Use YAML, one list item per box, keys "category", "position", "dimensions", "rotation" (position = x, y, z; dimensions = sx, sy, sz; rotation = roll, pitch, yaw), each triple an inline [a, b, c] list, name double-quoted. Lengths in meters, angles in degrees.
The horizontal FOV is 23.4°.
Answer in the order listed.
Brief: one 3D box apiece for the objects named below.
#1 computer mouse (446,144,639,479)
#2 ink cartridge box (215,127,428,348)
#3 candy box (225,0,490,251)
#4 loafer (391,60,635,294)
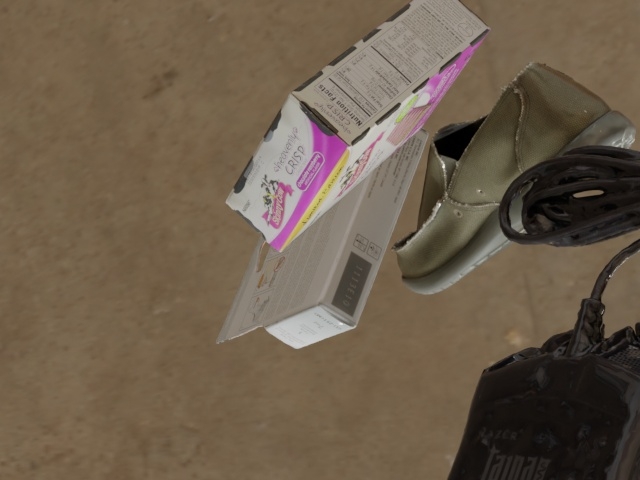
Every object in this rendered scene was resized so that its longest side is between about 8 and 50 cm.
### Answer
- category: "computer mouse"
  position: [0.120, 0.079, 0.526]
  dimensions: [0.060, 0.184, 0.262]
  rotation: [37, 59, -34]
- category: "ink cartridge box"
  position: [0.000, 0.000, 1.830]
  dimensions: [0.060, 0.239, 0.275]
  rotation: [32, 61, -20]
- category: "candy box"
  position: [0.035, -0.110, 1.356]
  dimensions: [0.071, 0.159, 0.233]
  rotation: [43, 49, 7]
- category: "loafer"
  position: [0.114, -0.043, 1.032]
  dimensions: [0.094, 0.251, 0.087]
  rotation: [-32, 83, -34]
